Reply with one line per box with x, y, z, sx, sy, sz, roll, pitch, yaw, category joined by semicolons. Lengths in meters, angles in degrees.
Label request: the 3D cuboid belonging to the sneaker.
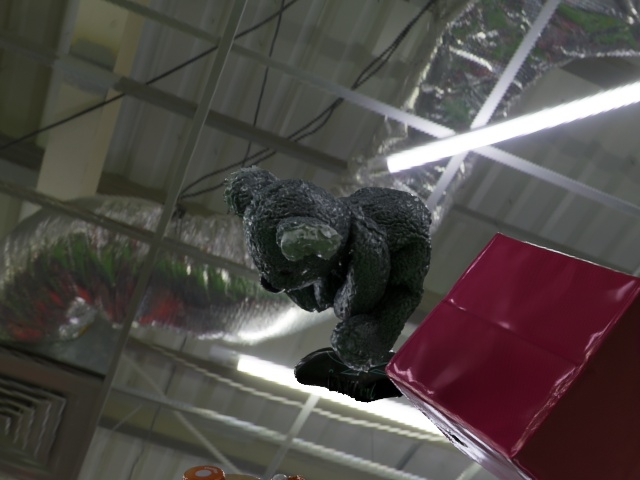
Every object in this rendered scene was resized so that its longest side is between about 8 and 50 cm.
0.070;0.300;1.670;0.267;0.106;0.101;-3;-58;7;sneaker

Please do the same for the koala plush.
0.000;0.000;0.845;0.221;0.196;0.203;29;-80;-40;koala plush

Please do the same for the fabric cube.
0.292;0.183;0.948;0.259;0.258;0.254;-49;-62;-8;fabric cube

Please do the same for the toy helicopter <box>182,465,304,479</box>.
-0.090;0.528;1.470;0.355;0.235;0.140;6;-83;36;toy helicopter
